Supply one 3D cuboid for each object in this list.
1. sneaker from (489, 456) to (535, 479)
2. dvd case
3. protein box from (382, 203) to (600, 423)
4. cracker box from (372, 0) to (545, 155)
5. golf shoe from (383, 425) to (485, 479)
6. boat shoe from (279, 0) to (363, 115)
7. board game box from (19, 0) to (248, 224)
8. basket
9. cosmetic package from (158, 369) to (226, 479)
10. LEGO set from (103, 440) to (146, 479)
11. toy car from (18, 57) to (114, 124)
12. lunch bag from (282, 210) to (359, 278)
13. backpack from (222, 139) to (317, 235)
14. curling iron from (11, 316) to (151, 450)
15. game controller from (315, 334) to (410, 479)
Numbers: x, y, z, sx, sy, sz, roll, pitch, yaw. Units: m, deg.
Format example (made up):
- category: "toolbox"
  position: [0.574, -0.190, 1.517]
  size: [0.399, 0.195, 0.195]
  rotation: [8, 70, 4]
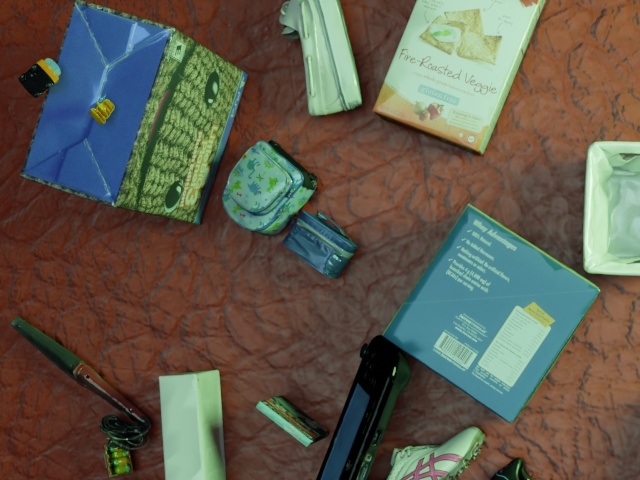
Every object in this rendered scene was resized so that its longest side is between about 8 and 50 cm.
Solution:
- category: "sneaker"
  position: [0.316, 0.377, 1.531]
  size: [0.232, 0.081, 0.090]
  rotation: [36, 102, 13]
- category: "dvd case"
  position: [-0.036, 0.241, 1.597]
  size: [0.087, 0.119, 0.013]
  rotation: [36, 95, 11]
- category: "protein box"
  position: [0.224, 0.093, 1.537]
  size: [0.200, 0.136, 0.201]
  rotation: [34, 95, 12]
- category: "cracker box"
  position: [0.187, -0.250, 1.598]
  size: [0.156, 0.067, 0.232]
  rotation: [22, 92, 12]
- category: "golf shoe"
  position: [0.135, 0.302, 1.582]
  size: [0.186, 0.067, 0.086]
  rotation: [-42, 78, 8]
- category: "boat shoe"
  position: [-0.013, -0.303, 1.637]
  size: [0.088, 0.096, 0.267]
  rotation: [-15, 92, 7]
- category: "board game box"
  position: [-0.236, -0.158, 1.574]
  size: [0.141, 0.291, 0.232]
  rotation: [18, 92, 15]
- category: "basket"
  position: [0.395, -0.038, 1.522]
  size: [0.113, 0.103, 0.167]
  rotation: [2, 88, 13]
- category: "cosmetic package"
  position: [-0.174, 0.302, 1.637]
  size: [0.060, 0.099, 0.239]
  rotation: [-5, 86, 12]
- category: "LEGO set"
  position: [-0.302, 0.427, 1.655]
  size: [0.132, 0.107, 0.287]
  rotation: [21, 92, 13]
- category: "toy car"
  position: [-0.304, -0.177, 1.433]
  size: [0.122, 0.060, 0.040]
  rotation: [37, 52, -2]
- category: "lunch bag"
  position: [0.000, 0.000, 1.628]
  size: [0.098, 0.067, 0.065]
  rotation: [36, 95, 13]
- category: "backpack"
  position: [-0.080, -0.069, 1.638]
  size: [0.105, 0.084, 0.114]
  rotation: [42, 105, 24]
- category: "curling iron"
  position: [-0.347, 0.199, 1.702]
  size: [0.274, 0.068, 0.035]
  rotation: [42, 133, 15]
- category: "game controller"
  position: [0.038, 0.281, 1.557]
  size: [0.067, 0.166, 0.319]
  rotation: [20, 91, 0]
